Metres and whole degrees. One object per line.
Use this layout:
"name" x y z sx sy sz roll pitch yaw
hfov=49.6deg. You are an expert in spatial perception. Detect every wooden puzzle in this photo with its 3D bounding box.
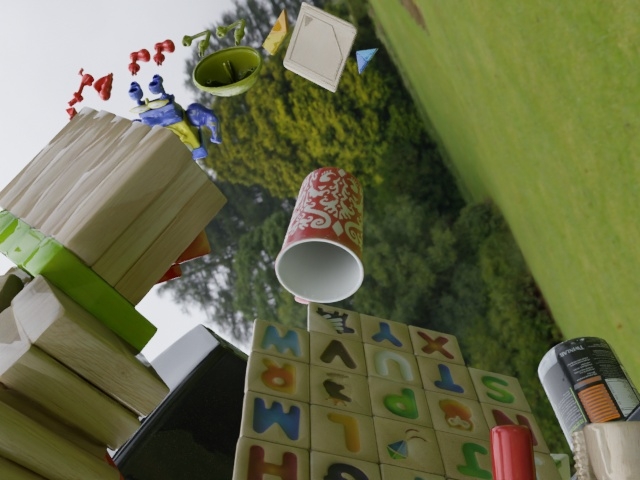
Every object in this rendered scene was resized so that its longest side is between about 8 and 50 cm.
"wooden puzzle" -0.001 -0.198 0.708 0.116 0.079 0.014 37 -146 13

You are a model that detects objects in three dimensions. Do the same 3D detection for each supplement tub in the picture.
"supplement tub" 0.389 0.239 0.964 0.191 0.116 0.117 -100 -17 -46

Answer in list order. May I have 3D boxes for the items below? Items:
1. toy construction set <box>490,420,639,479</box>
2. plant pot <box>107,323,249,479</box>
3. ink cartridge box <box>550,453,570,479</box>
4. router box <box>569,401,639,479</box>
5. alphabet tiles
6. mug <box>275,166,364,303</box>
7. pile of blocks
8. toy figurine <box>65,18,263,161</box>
"toy construction set" 0.237 0.197 0.297 0.257 0.308 0.238 28 -122 -55
"plant pot" -0.122 0.205 0.783 0.188 0.167 0.187 39 171 -19
"ink cartridge box" 0.185 0.350 0.937 0.201 0.278 0.117 24 -118 -62
"router box" 0.400 0.141 0.691 0.242 0.309 0.081 -18 -128 -44
"alphabet tiles" 0.072 0.162 0.607 0.343 0.284 0.011 -92 19 -64
"mug" -0.005 -0.007 0.952 0.113 0.150 0.169 39 -144 -24
"pile of blocks" -0.154 0.092 0.367 0.113 0.148 0.362 54 -137 -42
"toy figurine" -0.263 -0.239 1.318 0.217 0.362 0.191 71 -177 -48
